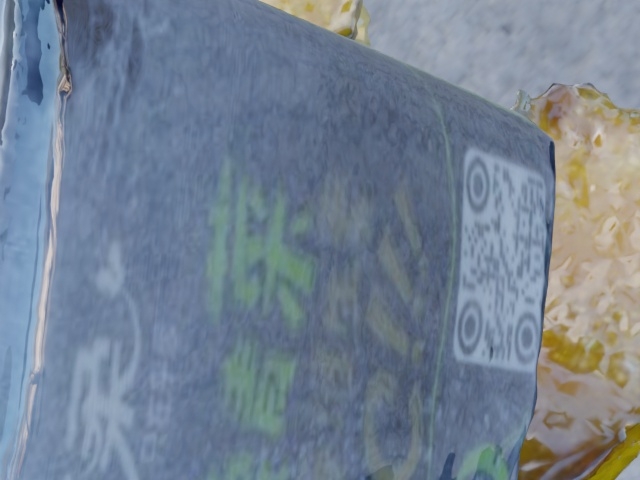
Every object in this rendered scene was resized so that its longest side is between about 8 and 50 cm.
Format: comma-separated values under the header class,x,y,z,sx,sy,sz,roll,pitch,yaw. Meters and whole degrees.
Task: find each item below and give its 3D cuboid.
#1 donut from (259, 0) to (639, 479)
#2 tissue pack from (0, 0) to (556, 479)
class,x,y,z,sx,sy,sz,roll,pitch,yaw
donut,0.000,0.000,1.076,0.435,0.163,0.377,36,72,20
tissue pack,-0.047,0.059,0.709,0.124,0.394,0.288,6,87,29
